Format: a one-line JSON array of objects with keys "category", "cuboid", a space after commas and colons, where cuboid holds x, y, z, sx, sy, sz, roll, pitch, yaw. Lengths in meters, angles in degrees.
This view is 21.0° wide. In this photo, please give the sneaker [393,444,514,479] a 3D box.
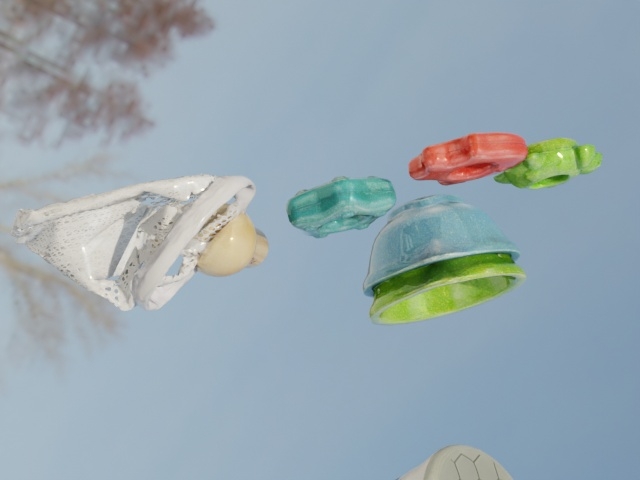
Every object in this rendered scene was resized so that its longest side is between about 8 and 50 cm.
[{"category": "sneaker", "cuboid": [0.001, 0.197, 0.587, 0.163, 0.086, 0.226, -32, -146, 33]}]

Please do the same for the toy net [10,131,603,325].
[{"category": "toy net", "cuboid": [0.000, 0.000, 0.647, 0.122, 0.232, 0.045, -27, -109, 49]}]
